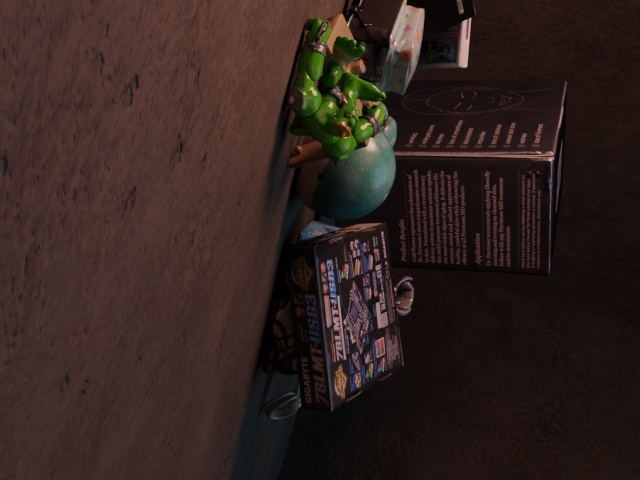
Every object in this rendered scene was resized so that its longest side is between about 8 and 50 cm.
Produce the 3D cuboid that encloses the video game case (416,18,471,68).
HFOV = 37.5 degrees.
[{"bbox_3d":[0.209,-0.405,1.717,0.201,0.023,0.183,18,-73,61],"label":"video game case"}]

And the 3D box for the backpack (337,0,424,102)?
[{"bbox_3d":[0.094,-0.318,1.596,0.188,0.145,0.165,114,-7,-49],"label":"backpack"}]

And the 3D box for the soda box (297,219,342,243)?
[{"bbox_3d":[-0.003,0.010,1.924,0.210,0.071,0.067,-54,158,-79],"label":"soda box"}]

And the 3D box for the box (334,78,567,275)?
[{"bbox_3d":[0.312,-0.164,2.176,0.480,0.472,0.297,-59,149,-57],"label":"box"}]

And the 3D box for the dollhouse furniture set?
[{"bbox_3d":[-0.006,-0.216,1.365,0.151,0.123,0.144,62,26,-26],"label":"dollhouse furniture set"}]

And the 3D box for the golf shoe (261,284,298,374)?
[{"bbox_3d":[-0.049,0.164,1.694,0.077,0.094,0.198,-69,171,-49],"label":"golf shoe"}]

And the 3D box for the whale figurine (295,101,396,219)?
[{"bbox_3d":[0.073,-0.127,1.570,0.272,0.141,0.216,-31,151,-60],"label":"whale figurine"}]

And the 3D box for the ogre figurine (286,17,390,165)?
[{"bbox_3d":[0.018,-0.180,1.223,0.118,0.097,0.197,-62,159,-18],"label":"ogre figurine"}]

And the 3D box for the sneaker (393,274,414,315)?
[{"bbox_3d":[0.132,0.112,2.089,0.268,0.153,0.101,-43,133,-75],"label":"sneaker"}]

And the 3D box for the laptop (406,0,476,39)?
[{"bbox_3d":[0.177,-0.443,1.738,0.264,0.137,0.234,93,-11,-74],"label":"laptop"}]

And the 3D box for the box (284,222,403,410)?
[{"bbox_3d":[0.048,0.130,1.728,0.293,0.073,0.295,-18,102,-58],"label":"box"}]

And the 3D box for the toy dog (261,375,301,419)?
[{"bbox_3d":[-0.016,0.226,1.968,0.333,0.220,0.161,112,-35,-53],"label":"toy dog"}]
